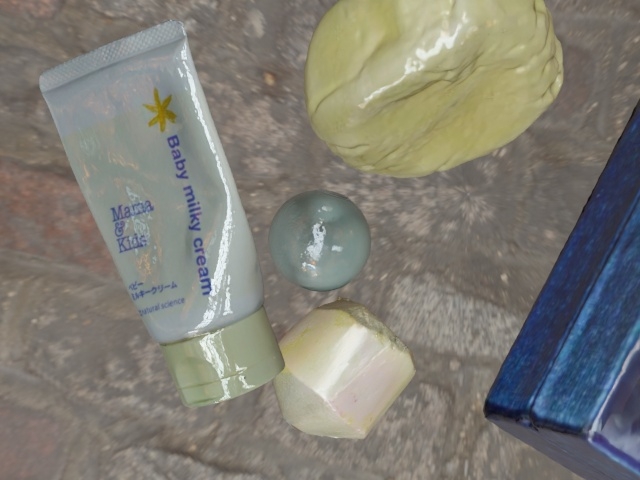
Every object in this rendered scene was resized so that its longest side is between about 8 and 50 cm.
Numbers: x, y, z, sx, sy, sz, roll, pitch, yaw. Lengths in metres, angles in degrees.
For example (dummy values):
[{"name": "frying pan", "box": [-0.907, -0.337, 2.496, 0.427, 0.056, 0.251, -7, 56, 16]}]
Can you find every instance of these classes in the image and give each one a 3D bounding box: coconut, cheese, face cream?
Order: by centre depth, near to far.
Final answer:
[{"name": "face cream", "box": [-0.094, -0.013, 0.760, 0.114, 0.070, 0.224, -16, 100, 28]}, {"name": "cheese", "box": [0.104, -0.143, 1.090, 0.226, 0.214, 0.117, -25, 59, 24]}, {"name": "coconut", "box": [0.017, 0.150, 1.388, 0.147, 0.147, 0.153, 43, 85, 4]}]

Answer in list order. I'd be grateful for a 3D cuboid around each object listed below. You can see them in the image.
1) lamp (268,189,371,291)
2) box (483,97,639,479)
[{"name": "lamp", "box": [0.000, 0.000, 1.241, 0.105, 0.105, 0.105, 0, 92, 7]}, {"name": "box", "box": [0.258, 0.026, 0.576, 0.261, 0.116, 0.279, 32, 80, -16]}]
